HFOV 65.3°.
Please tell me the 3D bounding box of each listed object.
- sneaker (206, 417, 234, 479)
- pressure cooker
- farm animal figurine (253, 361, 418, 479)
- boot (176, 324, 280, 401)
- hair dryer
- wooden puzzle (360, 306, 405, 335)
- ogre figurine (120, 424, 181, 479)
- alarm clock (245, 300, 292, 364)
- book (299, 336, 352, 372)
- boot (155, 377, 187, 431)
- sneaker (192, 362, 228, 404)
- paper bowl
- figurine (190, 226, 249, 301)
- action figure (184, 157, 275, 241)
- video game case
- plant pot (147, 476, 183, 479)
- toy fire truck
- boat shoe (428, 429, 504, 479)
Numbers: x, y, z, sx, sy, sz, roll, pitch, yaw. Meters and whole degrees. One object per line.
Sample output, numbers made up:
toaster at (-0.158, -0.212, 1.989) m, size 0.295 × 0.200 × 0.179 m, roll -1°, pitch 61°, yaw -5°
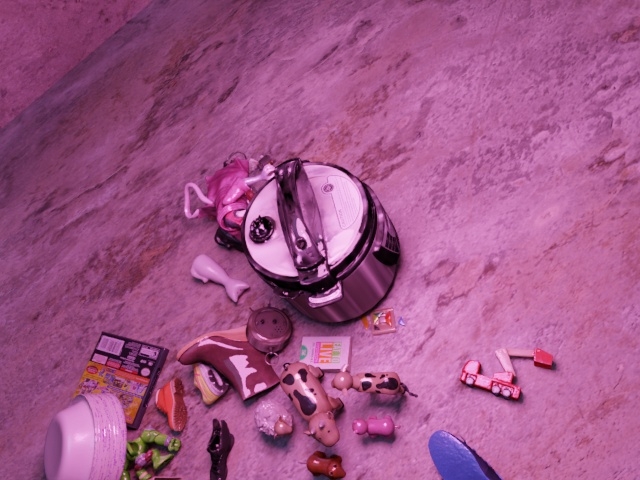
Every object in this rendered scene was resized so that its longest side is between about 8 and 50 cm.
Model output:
sneaker at (-0.279, 0.572, 1.344) m, size 0.051 × 0.089 × 0.170 m, roll 3°, pitch 65°, yaw 23°
pressure cooker at (-0.005, 0.004, 1.334) m, size 0.370 × 0.420 × 0.375 m, roll 25°, pitch 75°, yaw 31°
farm animal figurine at (0.018, 0.410, 1.236) m, size 0.327 × 0.172 × 0.330 m, roll 33°, pitch 86°, yaw 28°
boot at (-0.256, 0.355, 1.400) m, size 0.249 × 0.090 × 0.206 m, roll -16°, pitch 57°, yaw -25°
hair dryer at (-0.301, -0.188, 1.775) m, size 0.224 × 0.080 × 0.293 m, roll 13°, pitch 63°, yaw 43°
wooden puzzle at (0.172, 0.224, 1.391) m, size 0.116 × 0.014 × 0.078 m, roll -19°, pitch 59°, yaw 12°
ogre figurine at (-0.499, 0.612, 1.410) m, size 0.118 × 0.097 × 0.197 m, roll 41°, pitch 95°, yaw 21°
alarm clock at (-0.145, 0.267, 1.427) m, size 0.130 × 0.064 × 0.192 m, roll 3°, pitch 50°, yaw -17°
book at (0.015, 0.317, 1.397) m, size 0.144 × 0.035 × 0.096 m, roll -6°, pitch 58°, yaw 21°
boot at (-0.444, 0.495, 1.474) m, size 0.085 × 0.059 × 0.157 m, roll -28°, pitch 49°, yaw 10°
sneaker at (-0.347, 0.392, 1.475) m, size 0.094 × 0.082 × 0.208 m, roll -57°, pitch 42°, yaw 18°
paper bowl at (-0.670, 0.576, 1.399) m, size 0.284 × 0.148 × 0.284 m, roll -13°, pitch 73°, yaw 46°
figurine at (-0.281, 0.073, 1.612) m, size 0.210 × 0.092 × 0.214 m, roll 29°, pitch 78°, yaw 27°
action figure at (-0.275, -0.121, 1.497) m, size 0.276 × 0.248 × 0.370 m, roll -5°, pitch 26°, yaw -13°
video game case at (-0.641, 0.436, 1.593) m, size 0.275 × 0.035 × 0.248 m, roll 7°, pitch 67°, yaw 24°
plant pot at (-0.443, 0.700, 1.339) m, size 0.096 × 0.109 × 0.109 m, roll -21°, pitch 58°, yaw 23°
toy fire truck at (0.450, 0.312, 1.214) m, size 0.192 × 0.047 × 0.135 m, roll 13°, pitch 69°, yaw 28°
boat shoe at (0.346, 0.540, 1.118) m, size 0.109 × 0.089 × 0.258 m, roll -47°, pitch 61°, yaw 10°
